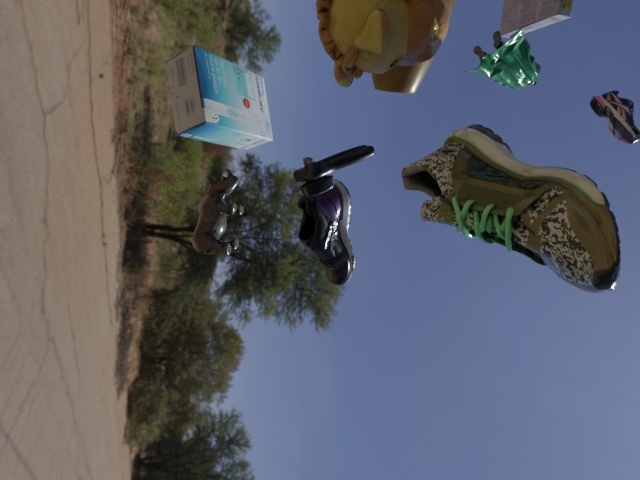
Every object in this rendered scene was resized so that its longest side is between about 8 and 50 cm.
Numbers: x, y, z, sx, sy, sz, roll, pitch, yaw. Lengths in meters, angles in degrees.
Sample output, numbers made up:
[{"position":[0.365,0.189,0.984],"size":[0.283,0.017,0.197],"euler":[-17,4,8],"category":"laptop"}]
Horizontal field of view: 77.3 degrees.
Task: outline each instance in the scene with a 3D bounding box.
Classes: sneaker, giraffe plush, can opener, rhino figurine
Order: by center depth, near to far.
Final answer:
[{"position":[0.065,-0.242,0.378],"size":[0.181,0.211,0.170],"euler":[-5,100,-72],"category":"giraffe plush"},{"position":[0.255,-0.042,0.622],"size":[0.410,0.182,0.157],"euler":[-115,-176,-56],"category":"sneaker"},{"position":[0.028,-0.158,0.829],"size":[0.059,0.186,0.073],"euler":[34,-32,50],"category":"can opener"},{"position":[0.000,0.000,0.963],"size":[0.107,0.124,0.282],"euler":[29,-44,46],"category":"sneaker"},{"position":[-0.250,-0.074,0.981],"size":[0.073,0.107,0.242],"euler":[62,30,-65],"category":"rhino figurine"},{"position":[0.867,-0.365,1.148],"size":[0.178,0.077,0.072],"euler":[67,14,19],"category":"sneaker"}]

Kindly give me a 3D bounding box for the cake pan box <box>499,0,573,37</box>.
[{"position":[0.759,-0.876,1.408],"size":[0.267,0.070,0.245],"euler":[-158,-108,-66],"category":"cake pan box"}]

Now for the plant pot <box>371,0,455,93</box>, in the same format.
[{"position":[0.221,-0.541,1.089],"size":[0.237,0.238,0.254],"euler":[-118,-150,-59],"category":"plant pot"}]

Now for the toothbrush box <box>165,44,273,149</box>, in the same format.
[{"position":[-0.291,-0.409,1.200],"size":[0.126,0.296,0.216],"euler":[-10,-93,30],"category":"toothbrush box"}]

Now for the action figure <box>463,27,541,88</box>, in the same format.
[{"position":[0.453,-0.412,0.944],"size":[0.137,0.233,0.063],"euler":[-24,-113,45],"category":"action figure"}]
